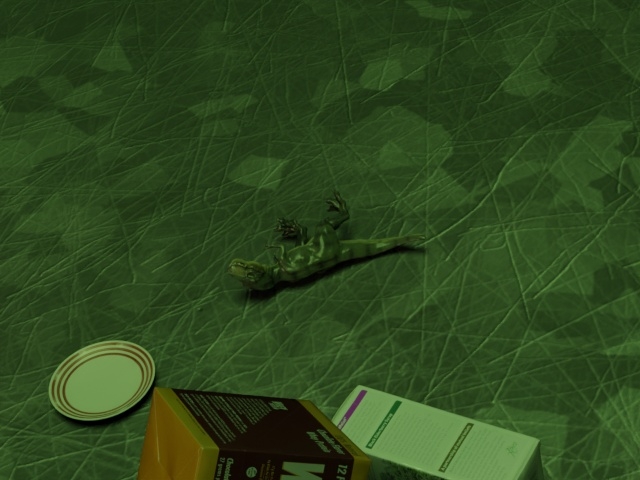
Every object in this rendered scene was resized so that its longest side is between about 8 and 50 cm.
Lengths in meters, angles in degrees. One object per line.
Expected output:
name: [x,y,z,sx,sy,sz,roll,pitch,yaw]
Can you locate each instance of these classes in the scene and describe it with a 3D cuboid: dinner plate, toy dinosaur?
dinner plate: [-0.282,0.184,2.076,0.141,0.017,0.141,-7,42,6]
toy dinosaur: [0.000,0.000,2.181,0.268,0.064,0.118,-15,48,-6]

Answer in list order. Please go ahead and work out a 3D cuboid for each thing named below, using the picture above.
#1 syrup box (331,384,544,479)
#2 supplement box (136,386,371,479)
syrup box: [0.129,0.255,1.832,0.237,0.093,0.096,15,49,29]
supplement box: [-0.078,0.258,1.756,0.194,0.129,0.191,7,12,-23]
